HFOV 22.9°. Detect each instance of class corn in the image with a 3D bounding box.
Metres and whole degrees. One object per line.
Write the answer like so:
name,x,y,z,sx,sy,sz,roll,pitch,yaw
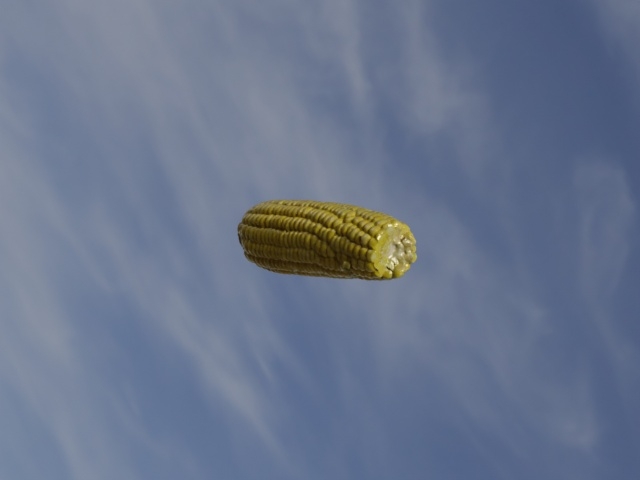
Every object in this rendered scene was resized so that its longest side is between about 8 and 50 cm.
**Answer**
corn,0.000,0.000,1.319,0.206,0.067,0.067,7,-62,53
